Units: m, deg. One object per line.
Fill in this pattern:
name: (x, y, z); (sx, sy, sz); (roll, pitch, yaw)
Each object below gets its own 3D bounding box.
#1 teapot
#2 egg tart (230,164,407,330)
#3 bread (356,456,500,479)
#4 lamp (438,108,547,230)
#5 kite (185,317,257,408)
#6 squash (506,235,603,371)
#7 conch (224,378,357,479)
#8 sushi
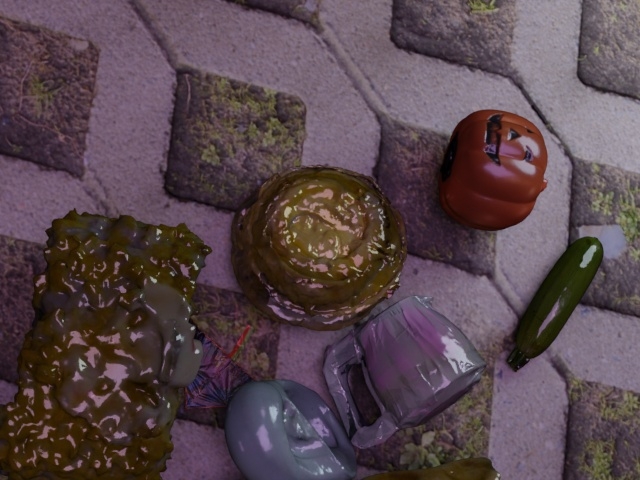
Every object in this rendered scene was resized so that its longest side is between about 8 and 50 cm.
teapot: (0.121, 0.189, 1.794); (0.163, 0.221, 0.178); (-10, 61, -55)
egg tart: (0.000, 0.000, 1.789); (0.279, 0.095, 0.279); (2, 70, -6)
bread: (0.147, 0.436, 1.718); (0.252, 0.238, 0.196); (-16, 51, -7)
lamp: (0.271, -0.105, 1.830); (0.164, 0.187, 0.188); (14, 79, -9)
kite: (-0.149, 0.192, 1.792); (0.190, 0.010, 0.159); (45, 75, -4)
squash: (0.371, 0.095, 1.879); (0.066, 0.066, 0.252); (35, 77, -4)
conch: (-0.047, 0.287, 1.735); (0.221, 0.121, 0.185); (37, 52, -26)
sushi: (-0.289, 0.156, 1.594); (0.240, 0.351, 0.396); (12, 78, -9)
